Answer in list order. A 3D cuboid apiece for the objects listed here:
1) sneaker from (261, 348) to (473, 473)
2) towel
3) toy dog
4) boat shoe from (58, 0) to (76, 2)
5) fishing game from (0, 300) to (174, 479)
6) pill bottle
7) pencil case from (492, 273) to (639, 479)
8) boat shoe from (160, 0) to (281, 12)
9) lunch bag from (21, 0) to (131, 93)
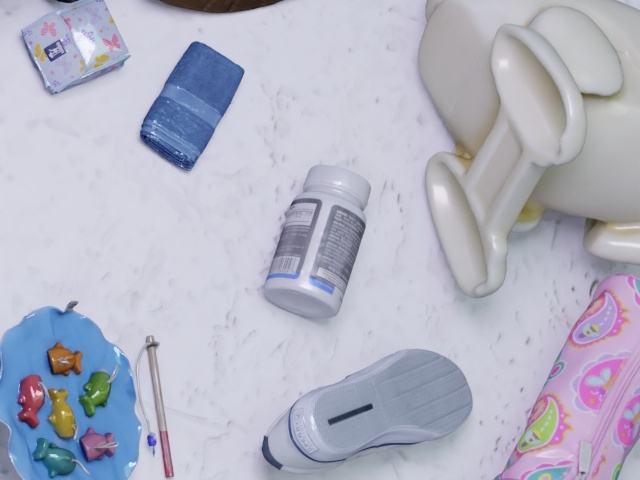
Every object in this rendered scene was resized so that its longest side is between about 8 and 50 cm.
[{"bbox_3d":[0.044,0.164,1.711,0.258,0.091,0.094,-5,74,-48],"label":"sneaker"},{"bbox_3d":[-0.126,-0.132,1.727,0.067,0.029,0.119,35,66,-15],"label":"towel"},{"bbox_3d":[0.318,-0.132,1.838,0.407,0.285,0.395,-2,43,-25],"label":"toy dog"},{"bbox_3d":[-0.237,-0.302,1.634,0.500,0.187,0.156,-31,98,-23],"label":"boat shoe"},{"bbox_3d":[-0.213,0.145,1.552,0.264,0.041,0.189,5,73,-55],"label":"fishing game"},{"bbox_3d":[0.000,0.000,1.729,0.078,0.078,0.137,26,69,-19],"label":"pill bottle"},{"bbox_3d":[0.280,0.173,1.802,0.124,0.124,0.284,40,64,-13],"label":"pencil case"},{"bbox_3d":[-0.037,-0.322,1.774,0.342,0.123,0.123,-18,72,-28],"label":"boat shoe"},{"bbox_3d":[-0.232,-0.184,1.676,0.083,0.053,0.071,-24,88,-19],"label":"lunch bag"}]
